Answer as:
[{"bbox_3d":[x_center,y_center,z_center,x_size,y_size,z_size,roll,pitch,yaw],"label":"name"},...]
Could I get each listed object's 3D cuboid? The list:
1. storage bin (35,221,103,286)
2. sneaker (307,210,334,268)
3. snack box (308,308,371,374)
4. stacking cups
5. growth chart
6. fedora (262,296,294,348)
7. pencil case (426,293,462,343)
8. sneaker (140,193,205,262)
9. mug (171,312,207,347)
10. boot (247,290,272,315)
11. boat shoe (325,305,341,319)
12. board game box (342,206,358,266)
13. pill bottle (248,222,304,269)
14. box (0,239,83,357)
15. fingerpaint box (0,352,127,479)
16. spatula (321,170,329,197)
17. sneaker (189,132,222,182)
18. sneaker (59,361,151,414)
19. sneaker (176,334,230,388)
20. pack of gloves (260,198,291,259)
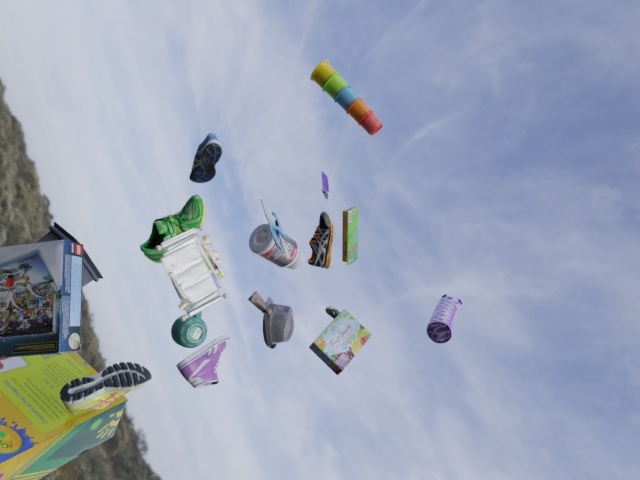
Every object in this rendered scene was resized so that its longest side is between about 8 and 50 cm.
[{"bbox_3d":[-0.478,0.044,0.797,0.098,0.091,0.135,34,-32,16],"label":"storage bin"},{"bbox_3d":[0.000,0.000,1.587,0.084,0.083,0.214,-130,-138,-75],"label":"sneaker"},{"bbox_3d":[0.052,0.255,1.119,0.100,0.141,0.037,42,-42,9],"label":"snack box"},{"bbox_3d":[0.102,-0.519,1.615,0.316,0.096,0.096,47,-35,7],"label":"stacking cups"},{"bbox_3d":[-0.351,0.084,1.232,0.021,0.172,0.237,-26,-95,54],"label":"growth chart"},{"bbox_3d":[-0.208,0.424,2.284,0.275,0.125,0.243,-82,164,-49],"label":"fedora"},{"bbox_3d":[0.416,0.260,1.465,0.088,0.206,0.086,-23,-81,33],"label":"pencil case"},{"bbox_3d":[-0.526,-0.045,1.581,0.109,0.295,0.123,38,-2,33],"label":"sneaker"},{"bbox_3d":[-0.526,0.356,1.779,0.097,0.130,0.157,-1,-79,51],"label":"mug"},{"bbox_3d":[-0.197,0.211,1.457,0.087,0.042,0.118,46,-8,2],"label":"boot"},{"bbox_3d":[0.083,0.363,2.116,0.142,0.049,0.040,37,6,-24],"label":"boat shoe"},{"bbox_3d":[0.138,-0.019,2.022,0.039,0.124,0.259,5,-74,27],"label":"board game box"},{"bbox_3d":[-0.229,0.047,2.425,0.176,0.176,0.319,37,0,41],"label":"pill bottle"},{"bbox_3d":[-0.467,0.091,0.646,0.044,0.233,0.159,44,41,-76],"label":"box"},{"bbox_3d":[-0.839,0.432,1.196,0.445,0.371,0.163,31,-74,18],"label":"fingerpaint box"},{"bbox_3d":[0.022,-0.236,1.998,0.296,0.031,0.084,84,1,-80],"label":"spatula"},{"bbox_3d":[-0.388,-0.274,1.496,0.211,0.080,0.081,-45,-134,40],"label":"sneaker"},{"bbox_3d":[-0.538,0.377,1.115,0.081,0.209,0.094,49,-46,40],"label":"sneaker"},{"bbox_3d":[-0.458,0.519,1.851,0.161,0.282,0.102,50,-55,7],"label":"sneaker"},{"bbox_3d":[-0.173,-0.050,1.878,0.195,0.046,0.231,48,20,-68],"label":"pack of gloves"}]
